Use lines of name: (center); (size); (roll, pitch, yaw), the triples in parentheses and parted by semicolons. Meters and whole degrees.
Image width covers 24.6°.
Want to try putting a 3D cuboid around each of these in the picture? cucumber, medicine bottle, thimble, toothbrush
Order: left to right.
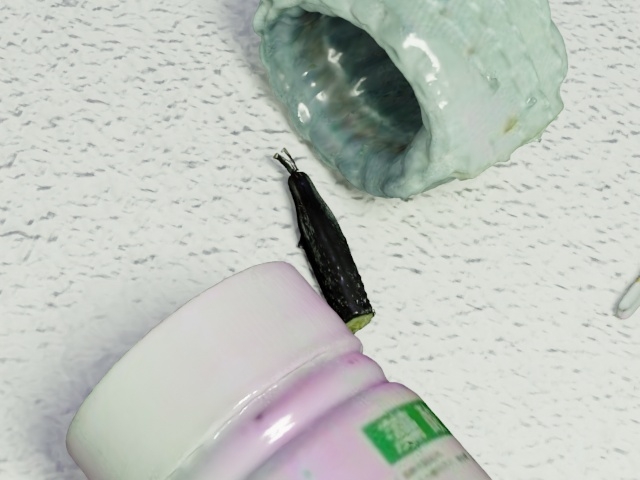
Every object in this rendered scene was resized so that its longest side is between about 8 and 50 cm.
cucumber: (0.000, 0.000, 1.186); (0.039, 0.043, 0.163); (-33, 61, 18)
medicine bottle: (0.009, 0.196, 0.970); (0.212, 0.212, 0.325); (-33, 71, -27)
thimble: (0.070, -0.151, 1.187); (0.172, 0.205, 0.250); (-33, 66, -27)
toothbrush: (0.337, -0.026, 1.282); (0.024, 0.021, 0.288); (35, 58, 21)
